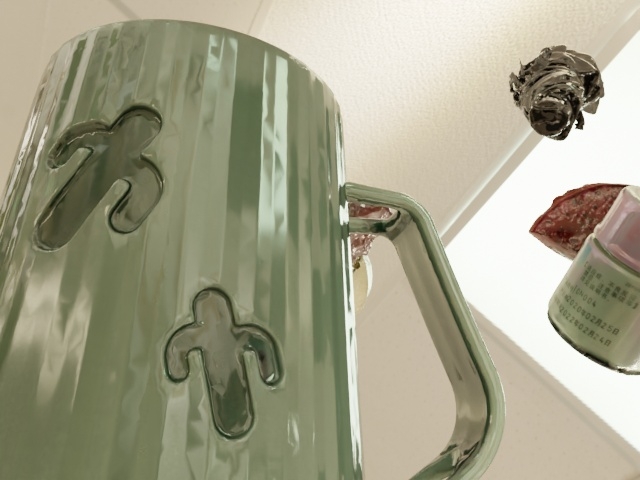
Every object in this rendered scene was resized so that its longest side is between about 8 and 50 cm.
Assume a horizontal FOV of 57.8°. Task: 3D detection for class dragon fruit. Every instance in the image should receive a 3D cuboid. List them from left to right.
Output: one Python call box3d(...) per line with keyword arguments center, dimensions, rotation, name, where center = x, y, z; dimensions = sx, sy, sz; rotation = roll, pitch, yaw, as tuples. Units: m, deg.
box3d(center=(0.472, 0.006, 0.883), dimensions=(0.262, 0.211, 0.134), rotation=(29, -93, 26), name="dragon fruit")

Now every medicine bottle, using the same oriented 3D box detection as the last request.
box3d(center=(0.343, 0.041, 0.625), dimensions=(0.135, 0.135, 0.169), rotation=(31, -60, 19), name="medicine bottle")

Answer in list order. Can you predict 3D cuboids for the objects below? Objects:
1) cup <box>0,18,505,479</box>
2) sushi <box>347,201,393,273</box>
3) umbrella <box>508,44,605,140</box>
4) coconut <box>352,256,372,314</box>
box3d(center=(-0.081, 0.081, 0.480), dimensions=(0.310, 0.400, 0.393), rotation=(-19, -119, 48), name="cup")
box3d(center=(-0.011, -0.012, 0.824), dimensions=(0.161, 0.107, 0.241), rotation=(54, -48, 29), name="sushi")
box3d(center=(0.385, -0.222, 0.925), dimensions=(0.154, 0.337, 0.128), rotation=(19, -56, 2), name="umbrella")
box3d(center=(-0.016, 0.100, 1.444), dimensions=(0.237, 0.265, 0.238), rotation=(29, -52, 46), name="coconut")
